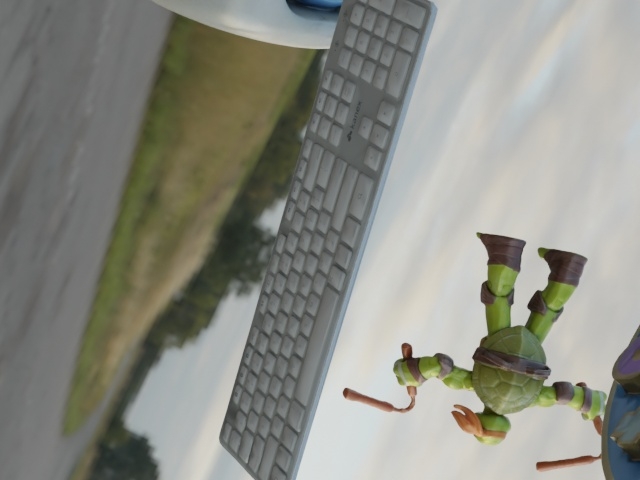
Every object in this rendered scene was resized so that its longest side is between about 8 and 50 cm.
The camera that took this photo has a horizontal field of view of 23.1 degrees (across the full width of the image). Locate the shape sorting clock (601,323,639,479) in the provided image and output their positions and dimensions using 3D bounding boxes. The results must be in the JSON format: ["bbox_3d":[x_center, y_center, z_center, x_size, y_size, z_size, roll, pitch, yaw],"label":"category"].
[{"bbox_3d":[0.161,0.006,0.482,0.206,0.040,0.206,-43,-164,15],"label":"shape sorting clock"}]

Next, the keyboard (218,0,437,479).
[{"bbox_3d":[0.000,0.000,0.760,0.072,0.014,0.256,41,-61,57],"label":"keyboard"}]

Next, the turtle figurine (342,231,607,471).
[{"bbox_3d":[0.170,0.106,1.516,0.087,0.270,0.217,158,-55,-86],"label":"turtle figurine"}]

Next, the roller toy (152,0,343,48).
[{"bbox_3d":[-0.046,-0.220,1.099,0.191,0.209,0.146,-92,-161,-70],"label":"roller toy"}]
